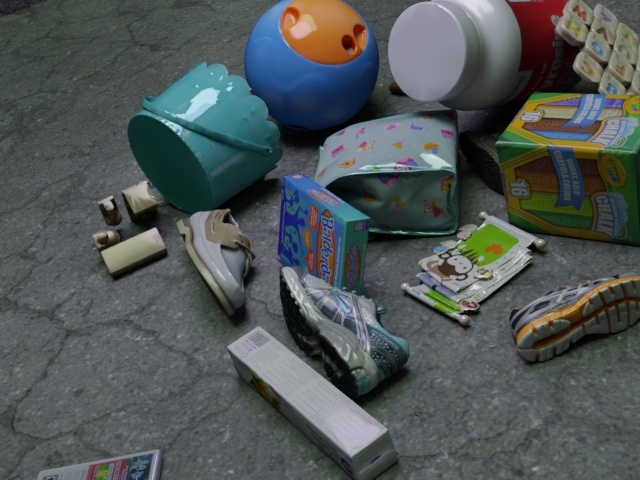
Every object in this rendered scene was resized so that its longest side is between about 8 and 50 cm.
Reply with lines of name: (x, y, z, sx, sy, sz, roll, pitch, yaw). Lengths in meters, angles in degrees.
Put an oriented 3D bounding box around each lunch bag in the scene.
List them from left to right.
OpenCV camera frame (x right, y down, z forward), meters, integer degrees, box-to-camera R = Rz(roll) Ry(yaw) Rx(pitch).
lunch bag: (0.117, -0.118, 1.647, 0.262, 0.160, 0.223, -3, 36, 10)

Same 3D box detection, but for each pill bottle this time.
pill bottle: (0.323, -0.365, 1.736, 0.229, 0.229, 0.408, 19, 24, 41)

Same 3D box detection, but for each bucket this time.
bucket: (-0.235, -0.197, 1.826, 0.281, 0.281, 0.183, 18, 49, 41)

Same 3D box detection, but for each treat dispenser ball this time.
treat dispenser ball: (-0.018, -0.378, 1.963, 0.288, 0.288, 0.288, -11, 34, 8)

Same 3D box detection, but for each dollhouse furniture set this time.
dollhouse furniture set: (-0.366, -0.004, 1.804, 0.144, 0.123, 0.151, -26, 69, -13)

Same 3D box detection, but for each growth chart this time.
growth chart: (0.242, 0.038, 1.481, 0.237, 0.021, 0.172, -38, 39, -26)

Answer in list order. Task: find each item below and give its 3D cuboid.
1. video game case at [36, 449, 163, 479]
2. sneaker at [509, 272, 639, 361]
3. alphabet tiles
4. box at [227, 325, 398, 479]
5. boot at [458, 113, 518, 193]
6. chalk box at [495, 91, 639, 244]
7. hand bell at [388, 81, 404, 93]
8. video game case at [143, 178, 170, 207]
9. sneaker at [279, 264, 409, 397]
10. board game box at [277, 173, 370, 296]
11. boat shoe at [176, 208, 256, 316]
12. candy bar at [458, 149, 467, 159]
video game case: (-0.311, 0.374, 1.232, 0.184, 0.023, 0.201, -12, 33, 7)
sneaker: (0.364, 0.092, 1.300, 0.215, 0.084, 0.083, -20, 29, -4)
alphabet tiles: (0.558, -0.334, 1.709, 0.021, 0.284, 0.278, -45, 8, 44)
box: (-0.021, 0.223, 1.290, 0.067, 0.063, 0.324, -34, 37, -22)
boot: (0.383, -0.178, 1.696, 0.209, 0.076, 0.189, -15, 46, -14)
chalk box: (0.457, -0.118, 1.477, 0.289, 0.180, 0.179, 8, 41, 34)
hand bell: (0.253, -0.350, 2.003, 0.242, 0.126, 0.126, -5, 33, 40)
video game case: (-0.329, -0.111, 1.959, 0.087, 0.011, 0.122, -20, 34, -4)
sneaker: (0.031, 0.125, 1.395, 0.122, 0.110, 0.283, -20, 41, -21)
board game box: (0.000, 0.000, 1.516, 0.047, 0.160, 0.210, -9, 27, -30)
boat shoe: (-0.172, 0.020, 1.607, 0.103, 0.113, 0.302, -27, 33, -6)
candy bar: (0.344, -0.190, 1.778, 0.162, 0.018, 0.040, -21, 34, -6)
